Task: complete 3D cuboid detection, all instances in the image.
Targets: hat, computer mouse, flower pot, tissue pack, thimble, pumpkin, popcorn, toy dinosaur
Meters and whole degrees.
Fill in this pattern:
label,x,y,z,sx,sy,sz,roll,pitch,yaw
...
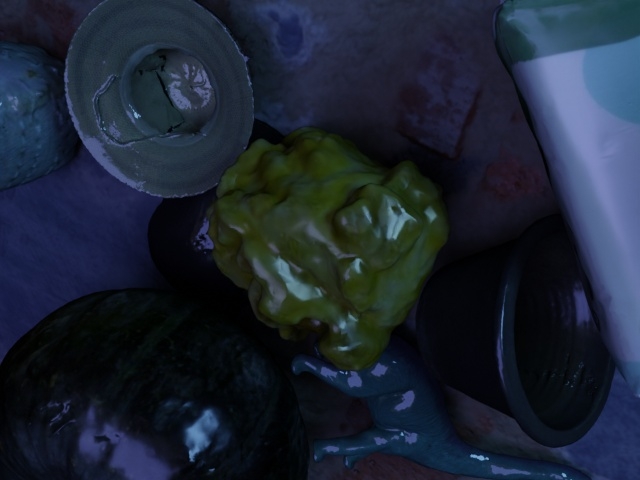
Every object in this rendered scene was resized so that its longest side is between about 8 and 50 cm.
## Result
label,x,y,z,sx,sy,sz,roll,pitch,yaw
hat,-0.178,-0.187,0.819,0.252,0.110,0.251,6,114,12
computer mouse,-0.130,-0.024,0.880,0.168,0.087,0.295,44,120,3
flower pot,0.201,0.094,0.713,0.148,0.235,0.235,-6,110,48
tissue pack,0.321,-0.086,0.548,0.266,0.194,0.356,-21,102,15
thimble,-0.463,-0.174,0.928,0.250,0.172,0.204,-13,103,32
pumpkin,-0.232,0.269,0.906,0.455,0.344,0.454,12,122,20
popcorn,0.000,0.000,0.742,0.250,0.235,0.241,35,91,27
toy dinosaur,0.146,0.184,0.845,0.331,0.129,0.383,-12,105,18

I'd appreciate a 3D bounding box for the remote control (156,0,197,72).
label,x,y,z,sx,sy,sz,roll,pitch,yaw
remote control,-0.185,-0.296,0.825,0.059,0.028,0.212,41,123,1
